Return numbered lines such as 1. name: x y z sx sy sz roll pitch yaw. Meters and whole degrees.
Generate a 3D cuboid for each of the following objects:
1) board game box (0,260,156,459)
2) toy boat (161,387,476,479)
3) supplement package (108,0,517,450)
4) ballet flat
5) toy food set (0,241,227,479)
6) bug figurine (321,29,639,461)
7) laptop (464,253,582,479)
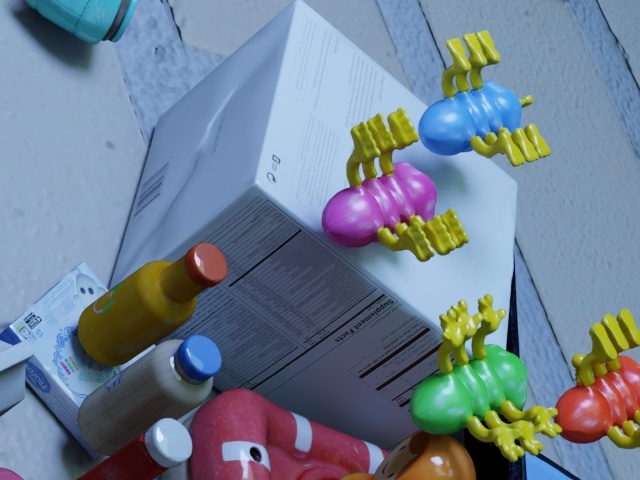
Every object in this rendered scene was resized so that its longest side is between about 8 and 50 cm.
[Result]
1. board game box: -0.134 0.068 1.110 0.090 0.020 0.090 50 32 -4
2. toy boat: 0.024 0.156 1.101 0.231 0.151 0.151 25 41 -36
3. supplement package: 0.000 0.000 1.223 0.203 0.149 0.194 38 36 -22
4. ballet flat: -0.156 -0.229 1.320 0.087 0.083 0.247 24 38 -15
5. toy food set: -0.132 0.087 0.991 0.232 0.104 0.111 -25 82 -50
6. bug figurine: 0.100 0.019 1.126 0.216 0.072 0.279 -14 76 -47
7. laptop: 0.166 0.179 1.271 0.136 0.264 0.234 5 44 -3
